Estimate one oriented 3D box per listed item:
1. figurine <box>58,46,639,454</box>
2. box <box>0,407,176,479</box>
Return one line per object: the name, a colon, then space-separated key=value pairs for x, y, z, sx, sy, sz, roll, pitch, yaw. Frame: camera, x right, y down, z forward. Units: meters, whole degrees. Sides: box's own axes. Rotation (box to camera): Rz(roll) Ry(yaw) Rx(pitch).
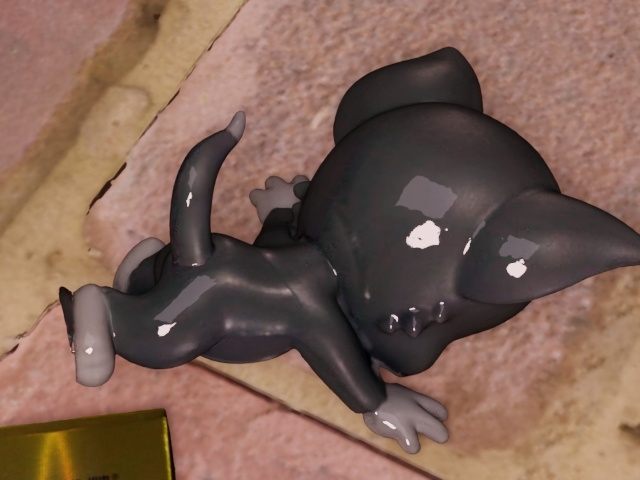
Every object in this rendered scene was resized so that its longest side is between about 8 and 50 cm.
figurine: x=-0.003 y=-0.003 z=0.972 sx=0.265 sy=0.140 sz=0.193 roll=0 pitch=34 yaw=-24
box: x=-0.123 y=0.173 z=0.922 sx=0.121 sy=0.030 sz=0.193 roll=-7 pitch=57 yaw=-2
